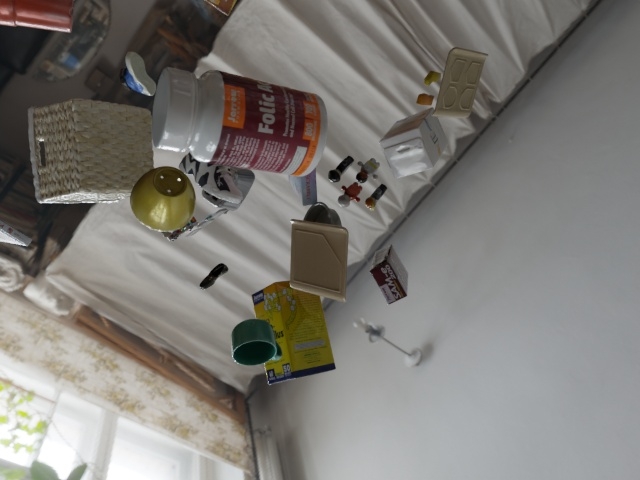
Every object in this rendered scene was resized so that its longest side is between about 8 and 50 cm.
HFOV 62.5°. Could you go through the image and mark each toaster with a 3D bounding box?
[{"bbox_3d":[-0.372,-0.211,2.092,0.227,0.129,0.146,-57,160,12],"label":"toaster"}]

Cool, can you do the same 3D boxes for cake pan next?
[{"bbox_3d":[0.000,0.000,2.022,0.293,0.054,0.293,-23,-117,60],"label":"cake pan"}]

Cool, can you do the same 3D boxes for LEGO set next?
[{"bbox_3d":[-0.463,-0.068,1.934,0.182,0.060,0.244,-34,-179,14],"label":"LEGO set"}]

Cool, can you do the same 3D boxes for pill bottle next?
[{"bbox_3d":[-0.199,-0.292,1.308,0.224,0.392,0.224,-14,-106,60],"label":"pill bottle"}]

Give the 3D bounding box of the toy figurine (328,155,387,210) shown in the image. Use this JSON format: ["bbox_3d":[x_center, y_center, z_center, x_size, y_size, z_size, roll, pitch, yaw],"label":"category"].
[{"bbox_3d":[0.156,-0.237,2.217,0.209,0.213,0.148,13,-134,37],"label":"toy figurine"}]

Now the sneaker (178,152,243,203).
[{"bbox_3d":[-0.268,-0.207,1.415,0.235,0.094,0.153,37,-79,36],"label":"sneaker"}]

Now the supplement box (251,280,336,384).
[{"bbox_3d":[-0.108,0.345,2.015,0.194,0.195,0.357,-31,-113,49],"label":"supplement box"}]

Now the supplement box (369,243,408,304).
[{"bbox_3d":[0.233,0.107,1.764,0.073,0.130,0.239,-28,-172,16],"label":"supplement box"}]

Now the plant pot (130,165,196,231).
[{"bbox_3d":[-0.313,-0.098,1.071,0.095,0.134,0.134,-45,-158,58],"label":"plant pot"}]

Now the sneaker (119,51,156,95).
[{"bbox_3d":[-0.499,-0.440,1.385,0.152,0.084,0.058,72,33,-72],"label":"sneaker"}]

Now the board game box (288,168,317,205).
[{"bbox_3d":[-0.084,-0.345,2.151,0.318,0.065,0.319,-119,-156,-61],"label":"board game box"}]

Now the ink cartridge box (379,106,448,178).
[{"bbox_3d":[0.364,-0.377,2.045,0.171,0.168,0.233,-14,-157,36],"label":"ink cartridge box"}]

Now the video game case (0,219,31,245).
[{"bbox_3d":[-0.812,-0.049,1.241,0.201,0.183,0.023,6,-118,32],"label":"video game case"}]

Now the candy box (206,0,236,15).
[{"bbox_3d":[-0.285,-0.798,1.599,0.053,0.109,0.187,43,-73,39],"label":"candy box"}]

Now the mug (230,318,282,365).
[{"bbox_3d":[-0.194,0.298,1.551,0.129,0.158,0.097,-17,-133,1],"label":"mug"}]

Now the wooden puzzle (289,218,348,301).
[{"bbox_3d":[-0.003,0.058,1.636,0.221,0.044,0.239,10,-72,38],"label":"wooden puzzle"}]

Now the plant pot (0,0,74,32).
[{"bbox_3d":[-1.114,-0.949,2.070,0.272,0.265,0.272,-174,-90,-65],"label":"plant pot"}]

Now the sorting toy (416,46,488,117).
[{"bbox_3d":[0.433,-0.525,1.761,0.041,0.307,0.229,35,-59,39],"label":"sorting toy"}]

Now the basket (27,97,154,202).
[{"bbox_3d":[-0.776,-0.300,1.829,0.266,0.331,0.328,-2,-87,33],"label":"basket"}]

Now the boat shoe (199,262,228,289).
[{"bbox_3d":[-0.415,0.137,2.026,0.133,0.042,0.049,-40,-122,-6],"label":"boat shoe"}]
